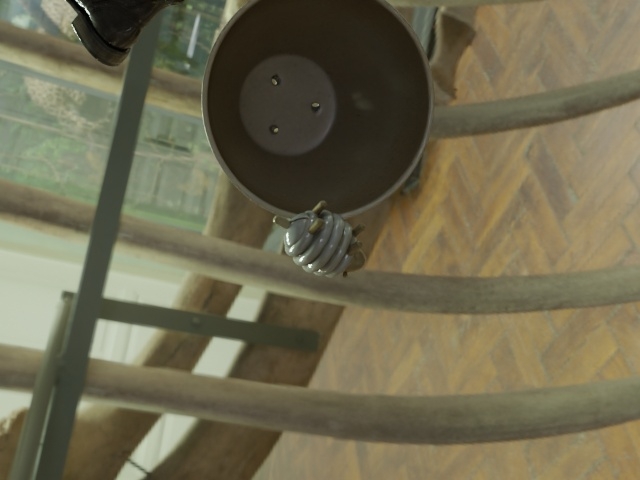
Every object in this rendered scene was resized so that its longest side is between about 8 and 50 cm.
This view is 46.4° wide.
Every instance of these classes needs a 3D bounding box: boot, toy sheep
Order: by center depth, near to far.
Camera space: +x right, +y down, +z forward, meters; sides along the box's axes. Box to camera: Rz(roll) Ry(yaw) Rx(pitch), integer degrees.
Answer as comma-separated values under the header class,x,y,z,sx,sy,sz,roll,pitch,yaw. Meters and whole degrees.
class,x,y,z,sx,sy,sz,roll,pitch,yaw
toy sheep,0.000,0.000,0.932,0.091,0.132,0.091,-51,18,23
boot,-0.260,-0.385,0.982,0.229,0.263,0.091,-36,-3,29

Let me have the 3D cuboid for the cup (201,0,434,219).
class,x,y,z,sx,sy,sz,roll,pitch,yaw
cup,-0.025,-0.207,1.132,0.237,0.331,0.331,-146,71,-73
